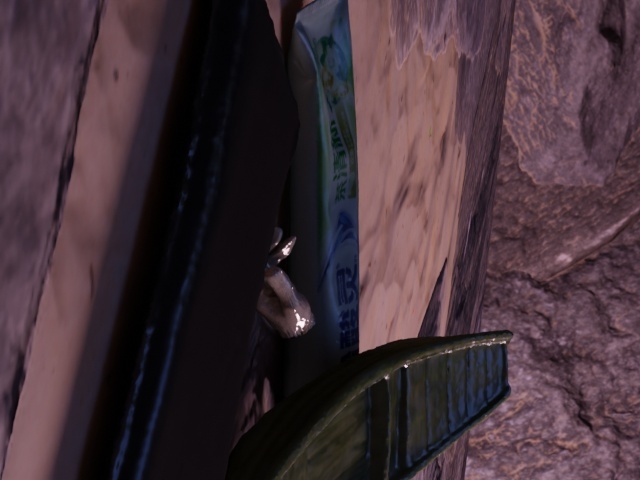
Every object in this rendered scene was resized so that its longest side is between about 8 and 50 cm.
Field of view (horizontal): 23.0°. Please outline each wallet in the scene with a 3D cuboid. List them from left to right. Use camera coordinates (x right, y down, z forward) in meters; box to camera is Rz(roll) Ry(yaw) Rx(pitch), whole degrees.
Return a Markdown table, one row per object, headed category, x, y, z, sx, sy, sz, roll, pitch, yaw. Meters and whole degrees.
| category | x | y | z | sx | sy | sz | roll | pitch | yaw |
| --- | --- | --- | --- | --- | --- | --- | --- | --- | --- |
| wallet | -0.052 | 0.034 | 0.679 | 0.146 | 0.030 | 0.285 | 67 | 32 | -65 |

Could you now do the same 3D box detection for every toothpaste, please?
| category | x | y | z | sx | sy | sz | roll | pitch | yaw |
| --- | --- | --- | --- | --- | --- | --- | --- | --- | --- |
| toothpaste | 0.000 | 0.000 | 0.923 | 0.075 | 0.048 | 0.297 | -42 | 137 | -57 |

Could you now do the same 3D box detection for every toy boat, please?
| category | x | y | z | sx | sy | sz | roll | pitch | yaw |
| --- | --- | --- | --- | --- | --- | --- | --- | --- | --- |
| toy boat | 0.025 | 0.114 | 0.907 | 0.293 | 0.055 | 0.093 | -26 | 122 | -54 |

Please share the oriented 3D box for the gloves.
| category | x | y | z | sx | sy | sz | roll | pitch | yaw |
| --- | --- | --- | --- | --- | --- | --- | --- | --- | --- |
| gloves | -0.021 | 0.026 | 0.817 | 0.044 | 0.037 | 0.081 | 37 | -34 | 60 |
